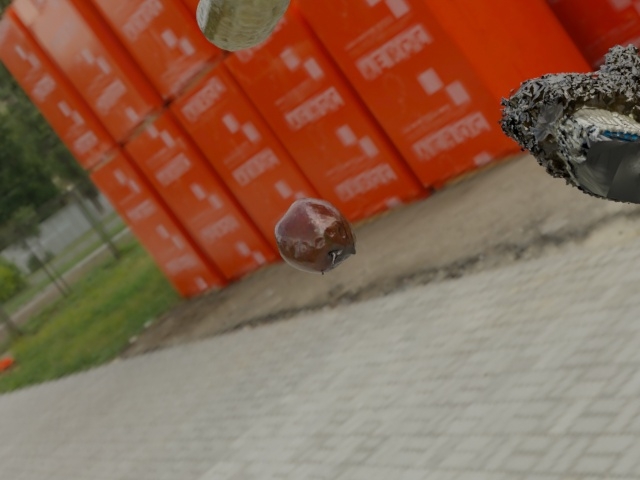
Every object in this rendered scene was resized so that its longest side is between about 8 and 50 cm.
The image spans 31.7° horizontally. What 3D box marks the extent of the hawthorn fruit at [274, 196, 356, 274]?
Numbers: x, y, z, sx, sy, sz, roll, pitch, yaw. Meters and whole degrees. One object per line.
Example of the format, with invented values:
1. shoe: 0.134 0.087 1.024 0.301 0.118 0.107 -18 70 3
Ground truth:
1. hawthorn fruit: 0.000 0.000 1.193 0.081 0.081 0.093 -39 44 -20

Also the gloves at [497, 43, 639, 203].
1. gloves: 0.327 -0.144 1.353 0.210 0.135 0.312 -13 24 -13

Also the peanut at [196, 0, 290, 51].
1. peanut: -0.118 -0.357 1.673 0.129 0.129 0.224 -40 1 -30
